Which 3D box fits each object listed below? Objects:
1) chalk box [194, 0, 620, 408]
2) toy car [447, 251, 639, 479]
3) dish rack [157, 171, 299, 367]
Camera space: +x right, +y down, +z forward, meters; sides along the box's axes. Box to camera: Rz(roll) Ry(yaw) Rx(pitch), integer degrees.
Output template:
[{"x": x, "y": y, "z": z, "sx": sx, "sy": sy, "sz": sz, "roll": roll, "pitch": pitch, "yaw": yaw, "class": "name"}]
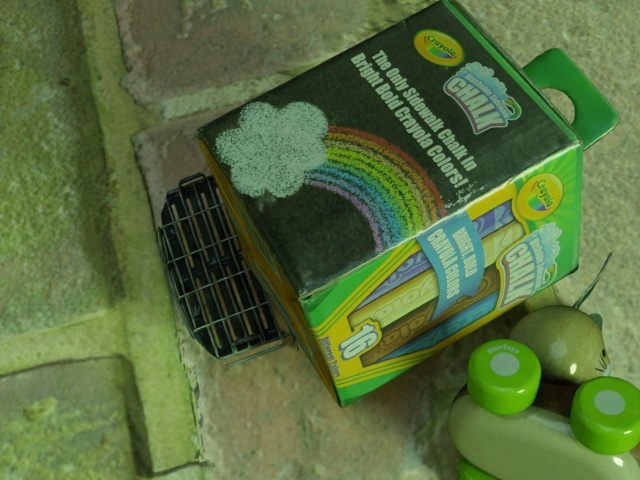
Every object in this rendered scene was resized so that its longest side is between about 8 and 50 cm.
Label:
[{"x": 0.084, "y": -0.043, "z": 0.912, "sx": 0.289, "sy": 0.179, "sz": 0.180, "roll": -28, "pitch": 57, "yaw": -8, "class": "chalk box"}, {"x": 0.195, "y": 0.105, "z": 0.916, "sx": 0.149, "sy": 0.155, "sz": 0.188, "roll": 19, "pitch": 51, "yaw": 19, "class": "toy car"}, {"x": 0.000, "y": 0.000, "z": 1.047, "sx": 0.272, "sy": 0.074, "sz": 0.208, "roll": -20, "pitch": 56, "yaw": -3, "class": "dish rack"}]
